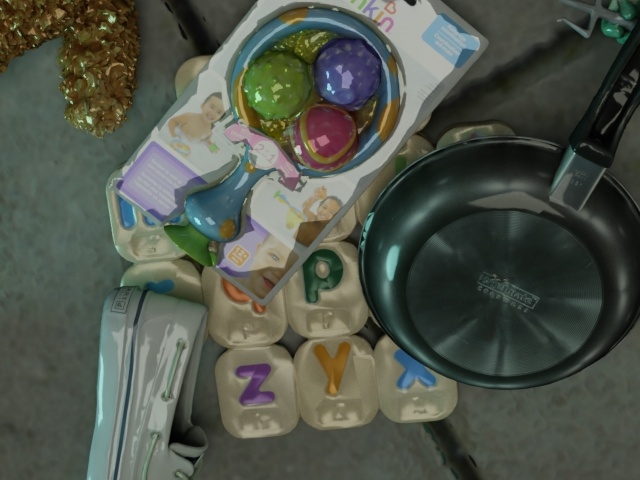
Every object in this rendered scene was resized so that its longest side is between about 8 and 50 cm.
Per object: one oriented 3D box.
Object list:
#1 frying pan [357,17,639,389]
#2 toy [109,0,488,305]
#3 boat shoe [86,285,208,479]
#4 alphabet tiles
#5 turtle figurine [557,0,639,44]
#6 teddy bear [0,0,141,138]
[{"bbox_3d":[0.170,-0.010,1.088,0.326,0.053,0.197,-35,111,25],"label":"frying pan"},{"bbox_3d":[-0.016,-0.078,1.099,0.137,0.056,0.237,38,104,-10],"label":"toy"},{"bbox_3d":[-0.116,0.143,1.158,0.075,0.083,0.226,7,113,7],"label":"boat shoe"},{"bbox_3d":[0.000,0.000,1.162,0.284,0.021,0.278,-6,107,4],"label":"alphabet tiles"},{"bbox_3d":[0.233,-0.218,1.044,0.234,0.118,0.175,1,137,-12],"label":"turtle figurine"},{"bbox_3d":[-0.205,-0.178,1.080,0.338,0.113,0.245,-2,107,3],"label":"teddy bear"}]
